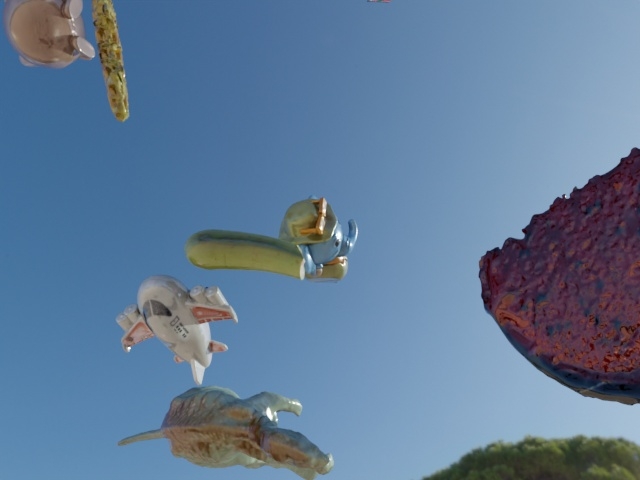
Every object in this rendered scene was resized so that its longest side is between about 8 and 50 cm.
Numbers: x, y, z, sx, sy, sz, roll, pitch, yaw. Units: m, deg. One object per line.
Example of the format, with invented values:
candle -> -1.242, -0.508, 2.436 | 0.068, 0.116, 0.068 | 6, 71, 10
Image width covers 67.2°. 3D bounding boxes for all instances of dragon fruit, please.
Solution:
dragon fruit -> 0.353, 0.063, 0.579 | 0.100, 0.282, 0.343 | 12, -33, -24

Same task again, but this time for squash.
squash -> -0.145, 0.026, 0.930 | 0.250, 0.083, 0.083 | 7, -49, 12

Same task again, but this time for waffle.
waffle -> -0.467, -0.407, 1.078 | 0.051, 0.291, 0.291 | -10, -48, -17

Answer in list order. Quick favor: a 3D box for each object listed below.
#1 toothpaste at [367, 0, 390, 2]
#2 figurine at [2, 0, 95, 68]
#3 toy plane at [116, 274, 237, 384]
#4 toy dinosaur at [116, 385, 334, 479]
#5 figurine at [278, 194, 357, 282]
toothpaste -> 0.162, -0.456, 0.797 | 0.193, 0.071, 0.045 | -24, -88, 47
figurine -> -0.433, -0.338, 0.764 | 0.138, 0.125, 0.125 | 6, -48, 17
toy plane -> -0.289, 0.175, 0.984 | 0.252, 0.118, 0.252 | -1, -57, -1
toy dinosaur -> -0.109, 0.211, 0.536 | 0.392, 0.092, 0.205 | -6, -24, 36
figurine -> -0.004, 0.002, 1.132 | 0.153, 0.180, 0.262 | 23, -12, 27
